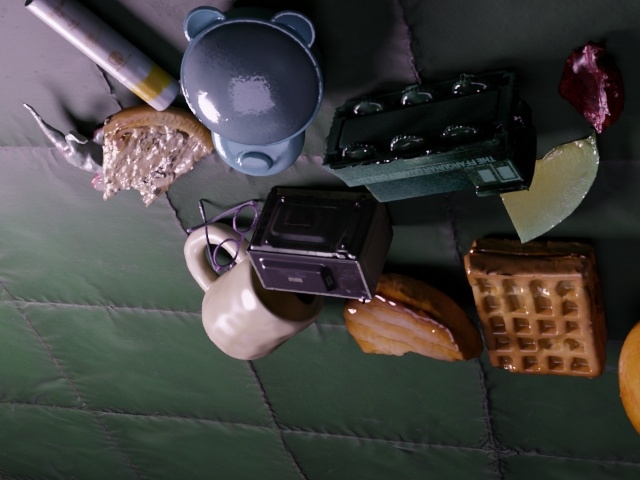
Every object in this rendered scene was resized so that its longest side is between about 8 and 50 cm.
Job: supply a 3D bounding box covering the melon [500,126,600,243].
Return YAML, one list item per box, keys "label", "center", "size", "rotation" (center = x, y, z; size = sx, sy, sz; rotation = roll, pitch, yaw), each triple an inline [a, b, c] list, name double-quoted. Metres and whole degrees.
- label: "melon"
  center: [0.363, -0.098, 1.867]
  size: [0.114, 0.053, 0.262]
  rotation: [37, 140, 0]

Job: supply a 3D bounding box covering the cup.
- label: "cup"
  center: [-0.145, 0.099, 2.210]
  size: [0.255, 0.173, 0.202]
  rotation: [28, 142, -20]

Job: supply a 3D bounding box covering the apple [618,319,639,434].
- label: "apple"
  center: [0.656, 0.234, 2.031]
  size: [0.299, 0.275, 0.299]
  rotation: [1, 137, 1]

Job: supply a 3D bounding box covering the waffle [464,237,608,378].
- label: "waffle"
  center: [0.386, 0.117, 2.108]
  size: [0.224, 0.098, 0.327]
  rotation: [0, 141, 19]

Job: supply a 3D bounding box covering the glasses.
- label: "glasses"
  center: [-0.179, -0.022, 2.130]
  size: [0.104, 0.140, 0.062]
  rotation: [26, 177, 40]

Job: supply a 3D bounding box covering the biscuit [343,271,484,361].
- label: "biscuit"
  center: [0.160, 0.141, 2.201]
  size: [0.274, 0.091, 0.213]
  rotation: [8, 140, 42]

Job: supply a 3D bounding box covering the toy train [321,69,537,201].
- label: "toy train"
  center: [0.170, -0.139, 1.789]
  size: [0.330, 0.138, 0.178]
  rotation: [-8, 144, 32]

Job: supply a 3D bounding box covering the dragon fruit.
- label: "dragon fruit"
  center: [0.383, -0.211, 1.662]
  size: [0.097, 0.063, 0.131]
  rotation: [11, 146, 5]

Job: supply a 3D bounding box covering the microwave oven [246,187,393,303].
- label: "microwave oven"
  center: [0.000, 0.000, 2.026]
  size: [0.205, 0.163, 0.129]
  rotation: [4, 142, 21]

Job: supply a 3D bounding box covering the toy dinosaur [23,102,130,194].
- label: "toy dinosaur"
  center: [-0.417, -0.156, 2.052]
  size: [0.242, 0.053, 0.167]
  rotation: [25, 148, -29]

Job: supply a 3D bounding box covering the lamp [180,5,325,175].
- label: "lamp"
  center: [-0.097, -0.216, 1.764]
  size: [0.209, 0.147, 0.284]
  rotation: [6, 146, 8]

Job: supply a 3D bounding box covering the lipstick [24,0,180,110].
- label: "lipstick"
  center: [-0.327, -0.295, 1.819]
  size: [0.059, 0.059, 0.264]
  rotation: [-22, 131, 41]

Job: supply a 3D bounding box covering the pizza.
- label: "pizza"
  center: [-0.295, -0.137, 2.003]
  size: [0.181, 0.034, 0.262]
  rotation: [23, 133, -25]
